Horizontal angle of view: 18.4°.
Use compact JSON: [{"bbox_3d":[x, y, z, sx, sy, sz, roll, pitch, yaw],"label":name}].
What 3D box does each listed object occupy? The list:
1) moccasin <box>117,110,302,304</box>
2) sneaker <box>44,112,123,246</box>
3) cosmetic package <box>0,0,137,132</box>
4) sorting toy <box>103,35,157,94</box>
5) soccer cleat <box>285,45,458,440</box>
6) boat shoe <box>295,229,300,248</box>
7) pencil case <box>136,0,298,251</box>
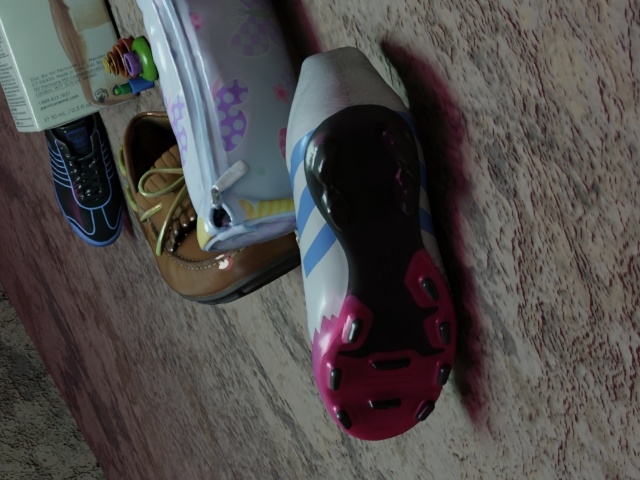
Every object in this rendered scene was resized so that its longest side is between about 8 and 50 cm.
[{"bbox_3d":[-0.114,-0.046,1.908,0.380,0.139,0.147,-125,10,-66],"label":"moccasin"},{"bbox_3d":[-0.309,-0.102,2.533,0.090,0.081,0.232,-178,69,-80],"label":"sneaker"},{"bbox_3d":[-0.330,-0.283,2.294,0.153,0.129,0.296,-166,56,-72],"label":"cosmetic package"},{"bbox_3d":[-0.213,-0.191,2.182,0.102,0.042,0.061,18,127,69],"label":"sorting toy"},{"bbox_3d":[0.038,0.002,1.530,0.143,0.116,0.331,-106,8,-52],"label":"soccer cleat"},{"bbox_3d":[0.000,0.000,1.717,0.135,0.050,0.045,68,158,2],"label":"boat shoe"},{"bbox_3d":[-0.081,-0.126,1.650,0.113,0.124,0.273,-24,77,44],"label":"pencil case"}]
